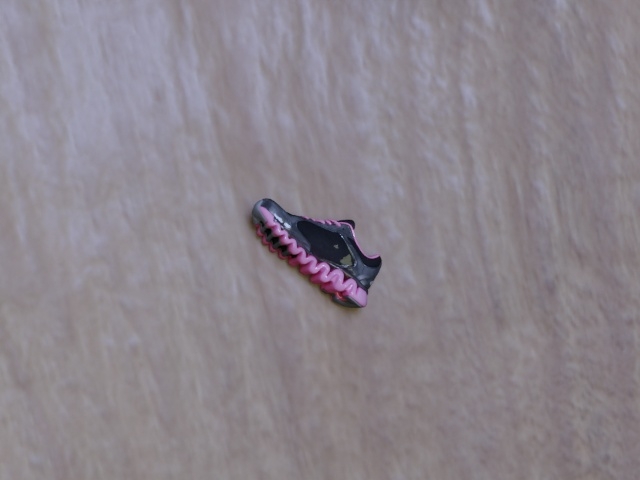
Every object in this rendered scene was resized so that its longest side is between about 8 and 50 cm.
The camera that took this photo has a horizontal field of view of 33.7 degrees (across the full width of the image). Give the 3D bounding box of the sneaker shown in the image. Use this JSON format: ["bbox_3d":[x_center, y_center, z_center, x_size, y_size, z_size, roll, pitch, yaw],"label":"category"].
[{"bbox_3d":[0.000,0.000,0.825,0.119,0.047,0.057,40,74,-18],"label":"sneaker"}]
